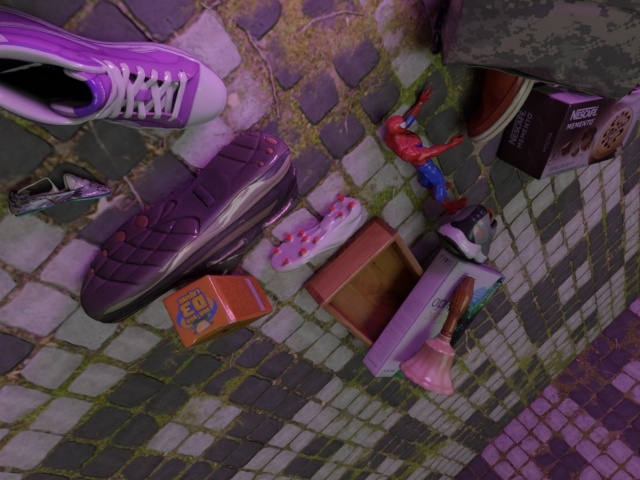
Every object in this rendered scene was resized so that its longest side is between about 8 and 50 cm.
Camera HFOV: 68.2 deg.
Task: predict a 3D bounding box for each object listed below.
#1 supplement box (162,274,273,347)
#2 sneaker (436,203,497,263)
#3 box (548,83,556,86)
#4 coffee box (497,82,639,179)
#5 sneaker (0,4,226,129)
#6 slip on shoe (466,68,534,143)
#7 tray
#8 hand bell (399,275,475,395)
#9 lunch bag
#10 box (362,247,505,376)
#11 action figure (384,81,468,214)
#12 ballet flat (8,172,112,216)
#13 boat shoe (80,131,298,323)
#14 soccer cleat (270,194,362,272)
[{"bbox_3d":[-0.143,0.099,0.711,0.078,0.080,0.233,-29,175,3],"label":"supplement box"},{"bbox_3d":[0.334,-0.018,1.010,0.108,0.100,0.272,-50,161,13],"label":"sneaker"},{"bbox_3d":[0.441,-0.406,0.848,0.058,0.087,0.232,-19,133,-25],"label":"box"},{"bbox_3d":[0.548,-0.253,1.025,0.298,0.119,0.168,-15,131,-28],"label":"coffee box"},{"bbox_3d":[-0.210,-0.152,0.495,0.282,0.161,0.102,-1,121,-38],"label":"sneaker"},{"bbox_3d":[0.331,-0.328,0.824,0.102,0.123,0.331,15,124,-6],"label":"slip on shoe"},{"bbox_3d":[0.147,0.136,1.060,0.203,0.076,0.411,-44,139,-1],"label":"tray"},{"bbox_3d":[0.272,0.188,1.004,0.126,0.126,0.241,14,101,-43],"label":"hand bell"},{"bbox_3d":[0.326,-0.335,0.641,0.255,0.306,0.212,99,9,-46],"label":"lunch bag"},{"bbox_3d":[0.265,0.181,1.089,0.233,0.058,0.321,16,113,-44],"label":"box"},{"bbox_3d":[0.214,-0.166,0.861,0.139,0.091,0.280,-46,139,12],"label":"action figure"},{"bbox_3d":[-0.317,-0.061,0.575,0.115,0.041,0.041,-18,132,-27],"label":"ballet flat"},{"bbox_3d":[-0.166,0.002,0.671,0.355,0.132,0.130,-39,137,-4],"label":"boat shoe"},{"bbox_3d":[0.000,0.000,0.846,0.196,0.068,0.076,-39,141,-10],"label":"soccer cleat"}]
